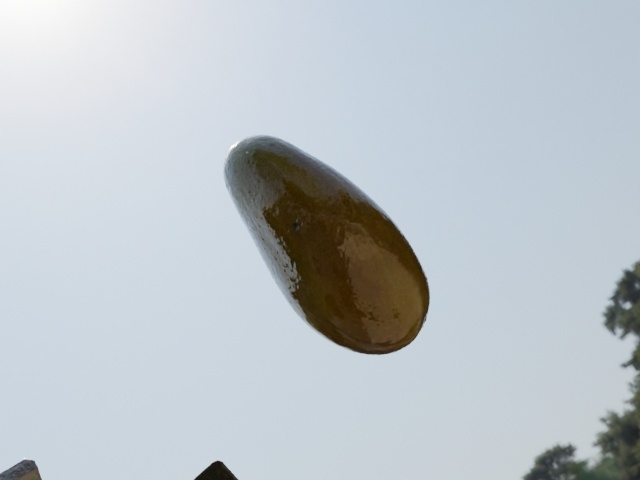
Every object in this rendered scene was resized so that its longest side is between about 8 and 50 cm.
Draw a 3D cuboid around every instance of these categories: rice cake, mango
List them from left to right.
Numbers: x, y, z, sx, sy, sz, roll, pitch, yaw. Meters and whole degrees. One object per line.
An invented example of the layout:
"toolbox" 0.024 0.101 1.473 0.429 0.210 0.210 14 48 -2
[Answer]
"rice cake" -0.442 0.336 0.981 0.206 0.036 0.047 -27 -61 -35
"mango" 0.000 0.000 0.672 0.099 0.227 0.136 -37 -8 -28

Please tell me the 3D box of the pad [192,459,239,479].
"pad" -0.070 0.315 0.707 0.143 0.211 0.003 -43 0 7
